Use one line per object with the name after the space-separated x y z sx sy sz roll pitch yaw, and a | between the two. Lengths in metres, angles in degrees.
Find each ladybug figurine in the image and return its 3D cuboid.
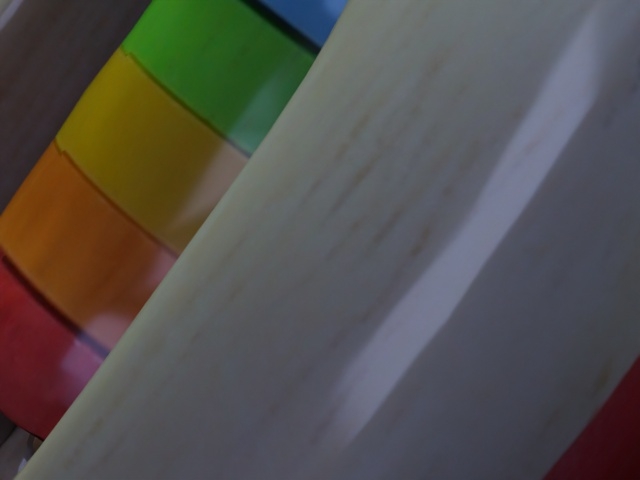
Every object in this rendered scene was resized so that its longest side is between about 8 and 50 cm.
0.000 0.000 0.505 0.449 0.162 0.305 -51 30 10 | ladybug figurine
